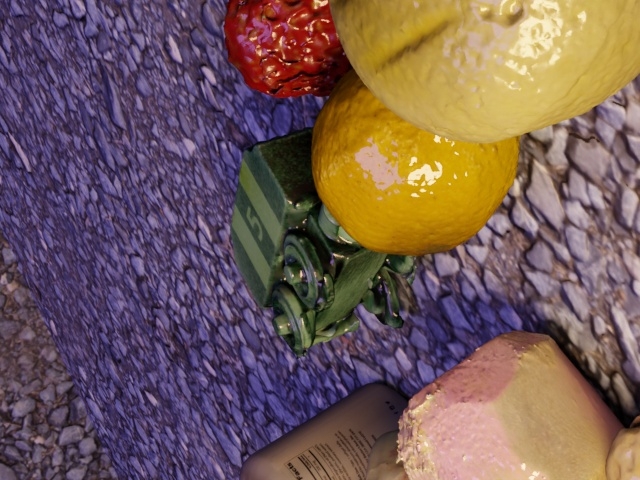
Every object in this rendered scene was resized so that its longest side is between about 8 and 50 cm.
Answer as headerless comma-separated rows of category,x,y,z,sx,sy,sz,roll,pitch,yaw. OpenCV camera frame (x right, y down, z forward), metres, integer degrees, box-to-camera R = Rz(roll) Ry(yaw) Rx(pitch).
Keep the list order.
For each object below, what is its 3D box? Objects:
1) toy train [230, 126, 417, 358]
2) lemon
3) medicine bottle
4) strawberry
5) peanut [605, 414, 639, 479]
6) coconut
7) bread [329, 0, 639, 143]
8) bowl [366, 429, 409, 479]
toy train,0.000,0.000,1.757,0.238,0.167,0.299,61,156,25
lemon,0.092,-0.087,1.421,0.204,0.204,0.260,58,158,7
medicine bottle,-0.001,0.320,1.919,0.157,0.289,0.157,44,150,33
strawberry,-0.006,-0.221,1.506,0.234,0.178,0.234,44,156,25
peanut,0.352,0.290,1.419,0.130,0.130,0.290,29,139,49
coconut,0.213,0.241,1.516,0.245,0.233,0.233,56,155,20
bread,0.138,-0.233,1.135,0.320,0.237,0.320,38,144,35
bowl,0.180,0.335,1.693,0.145,0.277,0.277,-22,99,21
